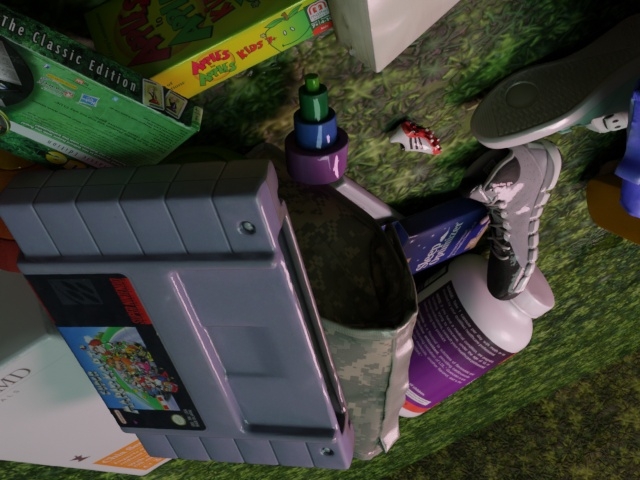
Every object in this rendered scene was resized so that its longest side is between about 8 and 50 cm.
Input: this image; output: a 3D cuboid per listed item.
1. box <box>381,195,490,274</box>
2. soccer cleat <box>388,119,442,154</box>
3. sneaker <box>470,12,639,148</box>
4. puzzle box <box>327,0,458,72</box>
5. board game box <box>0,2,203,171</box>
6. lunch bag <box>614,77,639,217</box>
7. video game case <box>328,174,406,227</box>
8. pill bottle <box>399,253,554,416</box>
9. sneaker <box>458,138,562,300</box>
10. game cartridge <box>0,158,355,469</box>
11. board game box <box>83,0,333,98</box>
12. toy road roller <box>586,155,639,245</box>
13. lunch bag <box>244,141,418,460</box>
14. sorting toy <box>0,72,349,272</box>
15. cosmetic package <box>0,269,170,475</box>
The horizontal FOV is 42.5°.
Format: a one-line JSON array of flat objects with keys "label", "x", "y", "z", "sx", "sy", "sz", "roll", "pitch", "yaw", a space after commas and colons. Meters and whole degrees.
[{"label": "box", "x": 0.154, "y": -0.002, "z": 1.173, "sx": 0.225, "sy": 0.036, "sz": 0.136, "roll": -20, "pitch": 154, "yaw": -27}, {"label": "soccer cleat", "x": 0.114, "y": -0.118, "z": 0.981, "sx": 0.035, "sy": 0.029, "sz": 0.083, "roll": -31, "pitch": 150, "yaw": 31}, {"label": "sneaker", "x": 0.306, "y": -0.152, "z": 0.993, "sx": 0.255, "sy": 0.094, "sz": 0.151, "roll": -28, "pitch": 147, "yaw": 0}, {"label": "puzzle box", "x": 0.092, "y": -0.315, "z": 0.482, "sx": 0.272, "sy": 0.052, "sz": 0.409, "roll": -43, "pitch": 155, "yaw": -13}, {"label": "board game box", "x": -0.228, "y": -0.112, "z": 0.579, "sx": 0.259, "sy": 0.030, "sz": 0.136, "roll": 25, "pitch": 144, "yaw": -32}, {"label": "lunch bag", "x": 0.420, "y": -0.164, "z": 0.893, "sx": 0.293, "sy": 0.138, "sz": 0.221, "roll": -48, "pitch": 152, "yaw": -13}, {"label": "video game case", "x": 0.000, "y": 0.000, "z": 1.101, "sx": 0.193, "sy": 0.023, "sz": 0.212, "roll": -34, "pitch": 152, "yaw": 17}, {"label": "pill bottle", "x": 0.219, "y": 0.146, "z": 1.365, "sx": 0.323, "sy": 0.182, "sz": 0.181, "roll": -39, "pitch": 150, "yaw": 27}, {"label": "sneaker", "x": 0.231, "y": -0.034, "z": 1.106, "sx": 0.132, "sy": 0.086, "sz": 0.229, "roll": 7, "pitch": 101, "yaw": -29}, {"label": "game cartridge", "x": -0.112, "y": 0.086, "z": 0.726, "sx": 0.230, "sy": 0.068, "sz": 0.355, "roll": -4, "pitch": 132, "yaw": 13}, {"label": "board game box", "x": -0.086, "y": -0.174, "z": 0.644, "sx": 0.181, "sy": 0.092, "sz": 0.043, "roll": -26, "pitch": 153, "yaw": 3}, {"label": "toy road roller", "x": 0.535, "y": -0.116, "z": 1.149, "sx": 0.202, "sy": 0.329, "sz": 0.241, "roll": -18, "pitch": 110, "yaw": -14}, {"label": "lunch bag", "x": -0.013, "y": 0.074, "z": 0.870, "sx": 0.169, "sy": 0.287, "sz": 0.235, "roll": -35, "pitch": 148, "yaw": -32}, {"label": "sorting toy", "x": -0.147, "y": -0.086, "z": 0.768, "sx": 0.365, "sy": 0.127, "sz": 0.126, "roll": -15, "pitch": 129, "yaw": -13}, {"label": "cosmetic package", "x": -0.276, "y": 0.150, "z": 0.993, "sx": 0.230, "sy": 0.162, "sz": 0.453, "roll": -31, "pitch": 152, "yaw": 12}]
